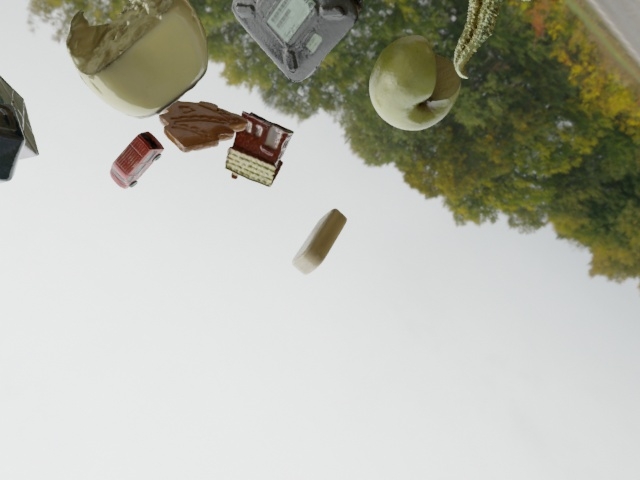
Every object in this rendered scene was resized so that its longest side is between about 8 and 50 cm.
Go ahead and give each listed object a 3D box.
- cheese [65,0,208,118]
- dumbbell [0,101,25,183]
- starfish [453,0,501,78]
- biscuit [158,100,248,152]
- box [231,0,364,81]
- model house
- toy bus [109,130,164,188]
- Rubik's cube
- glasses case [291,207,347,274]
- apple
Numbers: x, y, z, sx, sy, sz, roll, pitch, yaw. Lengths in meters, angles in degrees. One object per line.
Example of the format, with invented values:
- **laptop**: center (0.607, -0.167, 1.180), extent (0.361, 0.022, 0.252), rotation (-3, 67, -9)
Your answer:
- **cheese**: center (-0.361, -0.386, 1.053), extent (0.127, 0.266, 0.233), rotation (42, 171, 36)
- **dumbbell**: center (-0.659, -0.178, 0.813), extent (0.144, 0.160, 0.324), rotation (30, -168, 31)
- **starfish**: center (0.299, -0.505, 0.902), extent (0.078, 0.347, 0.359), rotation (-9, -98, -25)
- **biscuit**: center (-0.372, -0.355, 1.571), extent (0.283, 0.043, 0.306), rotation (11, -143, -6)
- **box**: center (-0.080, -0.734, 1.632), extent (0.350, 0.359, 0.091), rotation (47, -140, -5)
- **model house**: center (-0.229, -0.323, 1.896), extent (0.195, 0.254, 0.160), rotation (24, -163, -2)
- **toy bus**: center (-0.563, -0.235, 1.545), extent (0.081, 0.195, 0.089), rotation (48, -162, -4)
- **Rubik's cube**: center (-1.101, -0.383, 1.682), extent (0.221, 0.224, 0.231), rotation (137, 116, -78)
- **glasses case**: center (0.000, 0.000, 1.183), extent (0.050, 0.083, 0.196), rotation (42, -136, -9)
- **apple**: center (0.300, -0.509, 1.665), extent (0.291, 0.292, 0.254), rotation (14, -138, -40)
